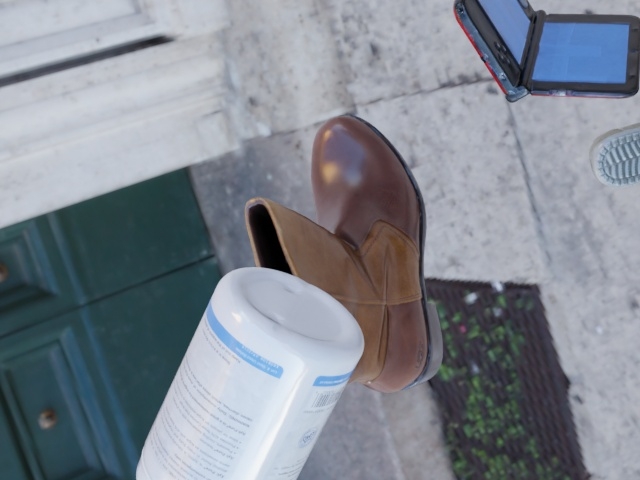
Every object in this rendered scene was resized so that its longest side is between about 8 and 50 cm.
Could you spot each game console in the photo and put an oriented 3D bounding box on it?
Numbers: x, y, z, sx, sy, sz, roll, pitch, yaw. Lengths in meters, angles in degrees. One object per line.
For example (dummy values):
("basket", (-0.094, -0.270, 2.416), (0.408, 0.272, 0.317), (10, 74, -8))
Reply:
("game console", (0.173, -0.169, 0.810), (0.085, 0.144, 0.124), (-25, 113, 30))

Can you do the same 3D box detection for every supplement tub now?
("supplement tub", (-0.032, 0.073, 0.481), (0.071, 0.071, 0.107), (44, 116, 38))

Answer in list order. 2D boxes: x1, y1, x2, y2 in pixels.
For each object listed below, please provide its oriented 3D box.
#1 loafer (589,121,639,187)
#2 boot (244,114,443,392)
("loafer", (0.454, -0.133, 1.376), (0.087, 0.251, 0.094), (-114, 15, -71))
("boot", (0.000, 0.000, 0.872), (0.096, 0.280, 0.264), (-11, 80, 23))
